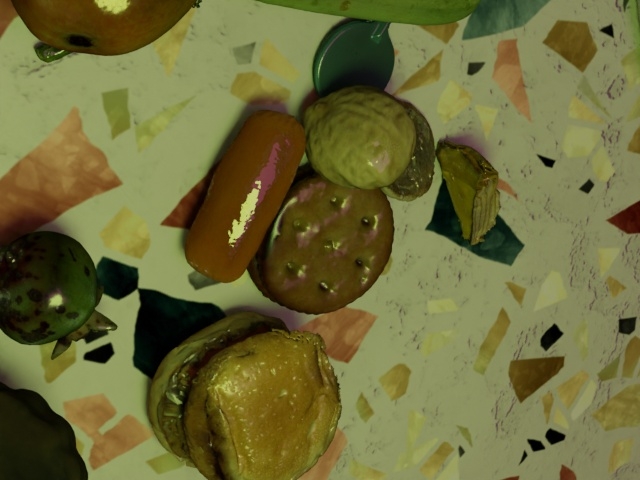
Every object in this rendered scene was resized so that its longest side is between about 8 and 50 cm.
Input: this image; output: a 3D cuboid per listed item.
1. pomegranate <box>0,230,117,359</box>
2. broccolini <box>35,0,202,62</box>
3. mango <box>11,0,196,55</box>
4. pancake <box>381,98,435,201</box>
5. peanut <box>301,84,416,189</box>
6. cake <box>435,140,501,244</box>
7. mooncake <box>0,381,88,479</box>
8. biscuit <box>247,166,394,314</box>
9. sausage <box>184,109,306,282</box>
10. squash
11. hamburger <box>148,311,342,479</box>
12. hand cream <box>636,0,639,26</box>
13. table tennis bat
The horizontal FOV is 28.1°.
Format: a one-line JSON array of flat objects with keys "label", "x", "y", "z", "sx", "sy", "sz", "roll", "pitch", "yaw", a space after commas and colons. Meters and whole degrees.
[{"label": "pomegranate", "x": -0.334, "y": 0.063, "z": 1.555, "sx": 0.148, "sy": 0.148, "sz": 0.169, "roll": -43, "pitch": 162, "yaw": -11}, {"label": "broccolini", "x": -0.236, "y": -0.267, "z": 1.519, "sx": 0.216, "sy": 0.058, "sz": 0.067, "roll": -31, "pitch": 125, "yaw": -18}, {"label": "mango", "x": -0.213, "y": -0.346, "z": 1.429, "sx": 0.211, "sy": 0.173, "sz": 0.317, "roll": 33, "pitch": 76, "yaw": 4}, {"label": "pancake", "x": 0.115, "y": -0.123, "z": 1.787, "sx": 0.151, "sy": 0.025, "sz": 0.151, "roll": 12, "pitch": 73, "yaw": -46}, {"label": "peanut", "x": 0.047, "y": -0.136, "z": 1.676, "sx": 0.140, "sy": 0.159, "sz": 0.109, "roll": -54, "pitch": 151, "yaw": -34}, {"label": "cake", "x": 0.240, "y": -0.068, "z": 1.871, "sx": 0.080, "sy": 0.116, "sz": 0.185, "roll": -30, "pitch": 117, "yaw": -21}, {"label": "mooncake", "x": -0.413, "y": 0.302, "z": 1.504, "sx": 0.290, "sy": 0.161, "sz": 0.290, "roll": -1, "pitch": 82, "yaw": 4}, {"label": "biscuit", "x": 0.000, "y": 0.000, "z": 1.770, "sx": 0.220, "sy": 0.066, "sz": 0.220, "roll": -12, "pitch": 114, "yaw": -27}, {"label": "sausage", "x": -0.099, "y": -0.061, "z": 1.669, "sx": 0.098, "sy": 0.098, "sz": 0.238, "roll": 21, "pitch": 99, "yaw": -36}, {"label": "squash", "x": 0.034, "y": -0.339, "z": 1.617, "sx": 0.370, "sy": 0.118, "sz": 0.118, "roll": 2, "pitch": 108, "yaw": -17}, {"label": "hamburger", "x": -0.103, "y": 0.215, "z": 1.738, "sx": 0.244, "sy": 0.163, "sz": 0.244, "roll": -9, "pitch": 107, "yaw": -33}, {"label": "hand cream", "x": 0.545, "y": -0.333, "z": 1.984, "sx": 0.133, "sy": 0.083, "sz": 0.248, "roll": -35, "pitch": 135, "yaw": -15}, {"label": "table tennis bat", "x": 0.065, "y": -0.266, "z": 1.727, "sx": 0.124, "sy": 0.033, "sz": 0.201, "roll": 26, "pitch": 96, "yaw": -38}]
